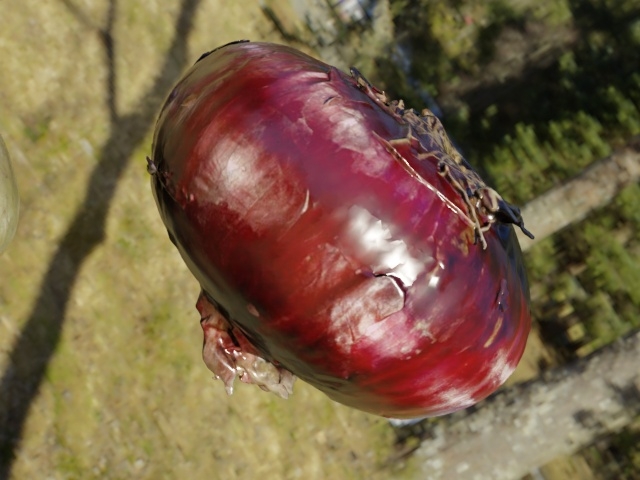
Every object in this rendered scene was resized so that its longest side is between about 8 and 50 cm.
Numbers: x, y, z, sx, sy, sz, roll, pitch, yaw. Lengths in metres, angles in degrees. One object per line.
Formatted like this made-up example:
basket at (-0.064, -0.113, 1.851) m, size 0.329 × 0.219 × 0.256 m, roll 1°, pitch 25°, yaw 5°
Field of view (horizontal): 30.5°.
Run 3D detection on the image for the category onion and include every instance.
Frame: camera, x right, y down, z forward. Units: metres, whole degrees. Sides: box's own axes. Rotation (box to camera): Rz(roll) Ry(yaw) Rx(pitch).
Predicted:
onion at (0.000, 0.000, 0.822) m, size 0.314 × 0.232 × 0.314 m, roll 49°, pitch 4°, yaw -5°

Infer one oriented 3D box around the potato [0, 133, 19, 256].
potato at (-0.356, -0.059, 1.076) m, size 0.160 × 0.178 × 0.235 m, roll -4°, pitch 80°, yaw -32°
